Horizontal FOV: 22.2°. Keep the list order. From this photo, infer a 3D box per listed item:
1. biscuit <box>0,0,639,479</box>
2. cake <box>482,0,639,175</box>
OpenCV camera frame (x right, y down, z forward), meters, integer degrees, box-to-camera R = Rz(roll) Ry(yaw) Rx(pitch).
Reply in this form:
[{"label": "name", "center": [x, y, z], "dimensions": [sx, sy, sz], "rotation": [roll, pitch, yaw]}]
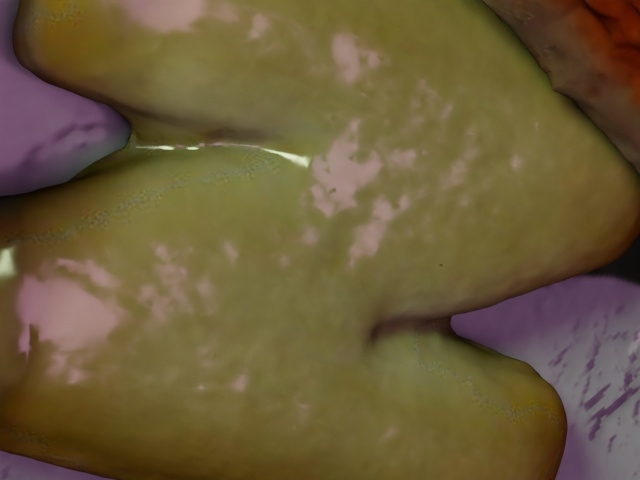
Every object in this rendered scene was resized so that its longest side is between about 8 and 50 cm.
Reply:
[{"label": "biscuit", "center": [0.000, 0.000, 0.658], "dimensions": [0.291, 0.062, 0.237], "rotation": [20, 91, -26]}, {"label": "cake", "center": [0.212, -0.149, 0.598], "dimensions": [0.309, 0.237, 0.230], "rotation": [48, 63, -24]}]
